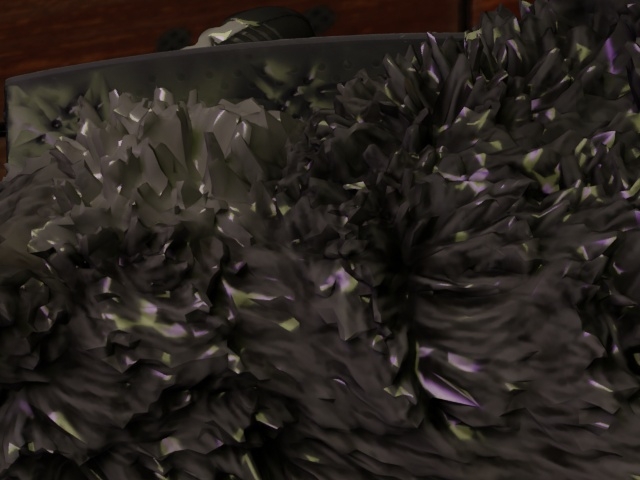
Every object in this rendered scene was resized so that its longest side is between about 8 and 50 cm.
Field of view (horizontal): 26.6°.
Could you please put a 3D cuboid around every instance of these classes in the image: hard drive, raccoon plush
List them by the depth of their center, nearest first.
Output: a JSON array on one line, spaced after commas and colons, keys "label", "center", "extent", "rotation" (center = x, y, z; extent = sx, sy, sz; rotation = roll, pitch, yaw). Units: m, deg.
[{"label": "raccoon plush", "center": [0.053, 0.054, 0.327], "extent": [0.299, 0.216, 0.446], "rotation": [-23, 23, -17]}, {"label": "hard drive", "center": [0.000, 0.000, 0.570], "extent": [0.254, 0.054, 0.172], "rotation": [-5, 70, -5]}]

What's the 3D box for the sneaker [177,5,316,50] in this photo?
[{"label": "sneaker", "center": [-0.065, -0.005, 0.641], "extent": [0.106, 0.078, 0.234], "rotation": [37, 82, 30]}]
